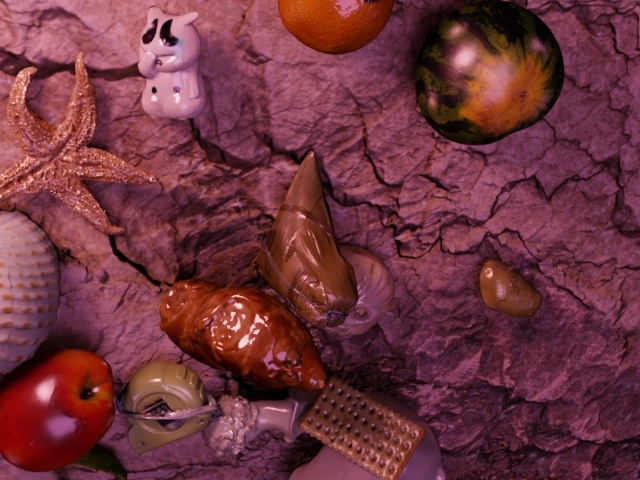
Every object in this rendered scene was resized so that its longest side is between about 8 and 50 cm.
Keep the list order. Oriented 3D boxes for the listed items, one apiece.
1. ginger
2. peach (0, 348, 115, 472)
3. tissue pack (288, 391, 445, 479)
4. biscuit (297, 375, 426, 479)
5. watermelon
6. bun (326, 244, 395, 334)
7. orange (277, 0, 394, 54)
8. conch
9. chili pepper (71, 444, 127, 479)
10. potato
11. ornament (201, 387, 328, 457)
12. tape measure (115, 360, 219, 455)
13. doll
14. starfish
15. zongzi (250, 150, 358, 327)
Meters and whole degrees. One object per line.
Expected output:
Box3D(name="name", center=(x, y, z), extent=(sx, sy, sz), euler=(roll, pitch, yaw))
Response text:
Box3D(name="ginger", center=(-0.131, 0.191, 1.566), extent=(0.274, 0.357, 0.152), euler=(47, 65, -36))
Box3D(name="peach", center=(-0.494, 0.303, 1.538), extent=(0.243, 0.243, 0.199), euler=(-34, 117, 0))
Box3D(name="tissue pack", center=(0.104, 0.518, 1.827), extent=(0.229, 0.236, 0.333), euler=(18, 110, -53))
Box3D(name="biscuit", center=(0.084, 0.384, 1.717), extent=(0.139, 0.231, 0.016), euler=(-55, 161, -18))
Box3D(name="watermelon", center=(0.295, -0.298, 1.500), extent=(0.269, 0.269, 0.269), euler=(-8, 118, -16))
Box3D(name="bun", center=(0.058, 0.114, 1.696), extent=(0.178, 0.128, 0.193), euler=(23, 108, -29))
Box3D(name="orange", center=(0.030, -0.410, 1.382), extent=(0.206, 0.206, 0.206), euler=(-8, 118, -16))
Box3D(name="conch", center=(-0.583, 0.115, 1.426), extent=(0.303, 0.215, 0.319), euler=(21, 108, -38))
Box3D(name="chili pepper", center=(-0.521, 0.418, 1.683), extent=(0.359, 0.076, 0.085), euler=(43, 72, -31))
Box3D(name="potato", center=(0.417, 0.113, 1.849), extent=(0.188, 0.085, 0.105), euler=(25, 83, -32))
Box3D(name="ornament", center=(-0.112, 0.371, 1.770), extent=(0.285, 0.120, 0.130), euler=(-13, 115, -15))
Box3D(name="tape measure", center=(-0.312, 0.330, 1.675), extent=(0.200, 0.106, 0.175), euler=(-20, 115, 13))
Box3D(name="doll", center=(-0.247, -0.286, 1.394), extent=(0.110, 0.107, 0.181), euler=(8, 124, 16))
Box3D(name="starfish", center=(-0.424, -0.144, 1.432), extent=(0.302, 0.060, 0.299), euler=(40, 92, -25))
Box3D(name="zongzi", center=(0.000, 0.000, 1.548), extent=(0.125, 0.251, 0.274), euler=(7, 112, -40))
